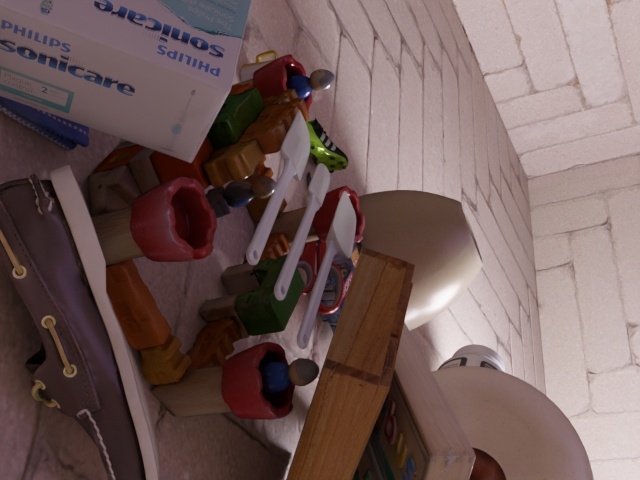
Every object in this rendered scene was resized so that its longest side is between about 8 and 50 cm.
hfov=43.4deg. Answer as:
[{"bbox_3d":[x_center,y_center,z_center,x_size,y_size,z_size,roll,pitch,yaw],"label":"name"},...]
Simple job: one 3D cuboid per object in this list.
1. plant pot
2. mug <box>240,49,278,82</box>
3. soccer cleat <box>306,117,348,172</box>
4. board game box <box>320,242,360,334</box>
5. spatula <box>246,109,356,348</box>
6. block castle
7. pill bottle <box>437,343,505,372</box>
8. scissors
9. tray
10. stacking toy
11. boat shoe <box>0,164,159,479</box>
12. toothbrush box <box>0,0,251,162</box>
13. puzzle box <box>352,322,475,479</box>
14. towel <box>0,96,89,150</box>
[{"bbox_3d":[0.205,0.016,1.570,0.284,0.191,0.284,-20,90,-77],"label":"plant pot"},{"bbox_3d":[-0.088,-0.268,1.289,0.062,0.064,0.078,-16,93,-65],"label":"mug"},{"bbox_3d":[-0.002,-0.176,1.443,0.179,0.060,0.072,29,51,-56],"label":"soccer cleat"},{"bbox_3d":[0.044,0.095,1.409,0.194,0.060,0.194,70,25,-15],"label":"board game box"},{"bbox_3d":[-0.013,-0.011,0.866,0.242,0.019,0.168,-73,146,-48],"label":"spatula"},{"bbox_3d":[-0.082,-0.026,1.000,0.302,0.213,0.453,66,27,-24],"label":"block castle"},{"bbox_3d":[0.319,0.357,1.744,0.176,0.177,0.318,70,25,-16],"label":"pill bottle"},{"bbox_3d":[0.000,0.000,1.350,0.109,0.021,0.297,24,42,-12],"label":"scissors"},{"bbox_3d":[0.015,0.231,0.982,0.202,0.076,0.410,-68,176,-52],"label":"tray"},{"bbox_3d":[0.307,0.384,1.360,0.480,0.351,0.350,14,66,-63],"label":"stacking toy"},{"bbox_3d":[-0.231,0.097,0.756,0.117,0.097,0.324,-160,-126,-70],"label":"boat shoe"},{"bbox_3d":[-0.182,-0.254,0.797,0.217,0.126,0.295,18,55,-17],"label":"toothbrush box"},{"bbox_3d":[0.084,0.263,1.072,0.409,0.052,0.271,-113,-149,-64],"label":"puzzle box"},{"bbox_3d":[-0.311,-0.288,0.836,0.243,0.040,0.335,37,46,-55],"label":"towel"}]
